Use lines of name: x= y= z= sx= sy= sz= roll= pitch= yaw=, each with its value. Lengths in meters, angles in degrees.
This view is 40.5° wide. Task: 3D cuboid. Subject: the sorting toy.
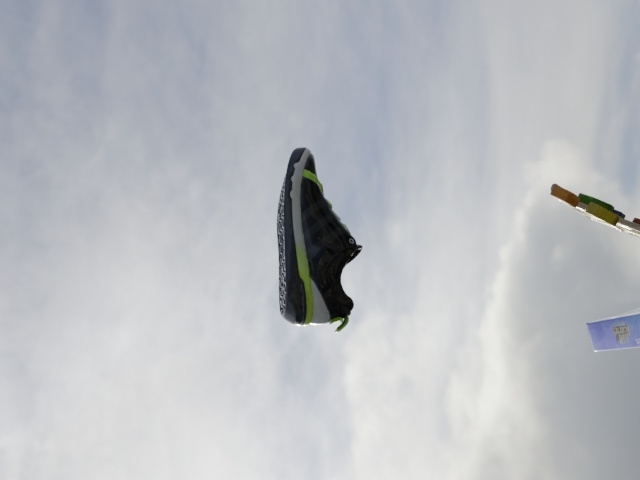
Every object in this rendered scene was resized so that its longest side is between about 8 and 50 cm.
sorting toy: x=0.514 y=-0.042 z=1.508 sx=0.307 sy=0.229 sz=0.041 roll=13 pitch=-75 yaw=-60

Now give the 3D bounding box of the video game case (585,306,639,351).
video game case: x=0.633 y=0.131 z=1.515 sx=0.269 sy=0.244 sz=0.061 roll=121 pitch=134 yaw=-79

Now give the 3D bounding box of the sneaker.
sneaker: x=0.000 y=0.000 z=1.039 sx=0.084 sy=0.097 sz=0.235 roll=113 pitch=157 yaw=-65
